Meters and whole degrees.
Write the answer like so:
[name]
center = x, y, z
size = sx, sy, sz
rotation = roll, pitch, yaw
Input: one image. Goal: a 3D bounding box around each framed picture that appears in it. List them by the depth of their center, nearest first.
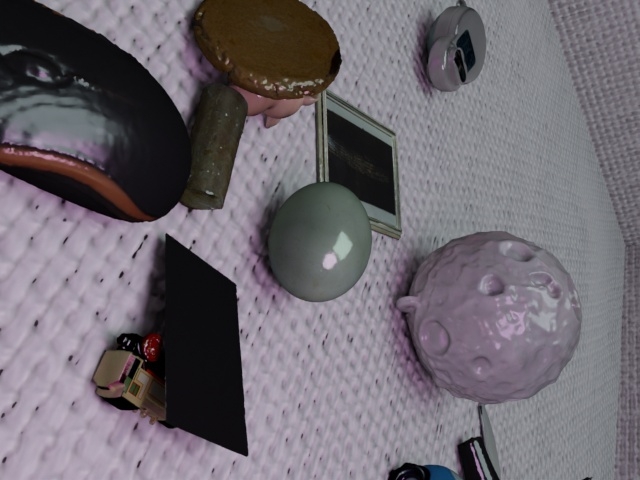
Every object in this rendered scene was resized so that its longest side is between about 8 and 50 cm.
[framed picture]
center = 0.077, -0.136, 1.367
size = 0.293, 0.018, 0.231
rotation = 16, 68, -55

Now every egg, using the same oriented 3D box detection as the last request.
[egg]
center = 0.000, 0.000, 1.082
size = 0.149, 0.149, 0.192
rotation = 51, 35, -39

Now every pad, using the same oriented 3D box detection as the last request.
[pad]
center = -0.137, 0.124, 0.894
size = 0.163, 0.004, 0.243
rotation = 45, 30, -50

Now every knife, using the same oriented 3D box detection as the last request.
[knife]
center = 0.396, 0.534, 1.683
size = 0.081, 0.043, 0.335
rotation = 19, 65, -55

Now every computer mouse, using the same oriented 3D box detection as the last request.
[computer mouse]
center = -0.243, -0.130, 0.765
size = 0.323, 0.116, 0.182
rotation = 28, 54, -52

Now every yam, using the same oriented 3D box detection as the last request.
[yam]
center = -0.139, -0.119, 0.970
size = 0.068, 0.068, 0.169
rotation = 41, 50, -46

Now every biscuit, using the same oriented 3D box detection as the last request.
[biscuit]
center = -0.072, -0.277, 1.040
size = 0.226, 0.042, 0.225
rotation = 12, 50, -14

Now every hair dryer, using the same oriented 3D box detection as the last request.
[hair dryer]
center = 0.455, 0.542, 1.621
size = 0.360, 0.120, 0.303
rotation = -10, 79, -31

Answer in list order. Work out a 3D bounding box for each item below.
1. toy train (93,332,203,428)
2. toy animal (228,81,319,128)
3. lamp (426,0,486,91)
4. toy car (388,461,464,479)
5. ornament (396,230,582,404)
[toy train]
center = -0.188, 0.160, 0.838
size = 0.138, 0.050, 0.087
rotation = 50, 48, -42
[toy animal]
center = -0.081, -0.210, 1.079
size = 0.150, 0.084, 0.089
rotation = -3, 97, -47
[lamp]
center = 0.301, -0.436, 1.719
size = 0.246, 0.108, 0.179
rotation = -57, 133, -38
[toy car]
center = 0.209, 0.505, 1.251
size = 0.188, 0.190, 0.255
rotation = 60, 35, -28
[ornament]
center = 0.338, 0.145, 1.436
size = 0.337, 0.337, 0.336
rotation = 21, 64, -54
